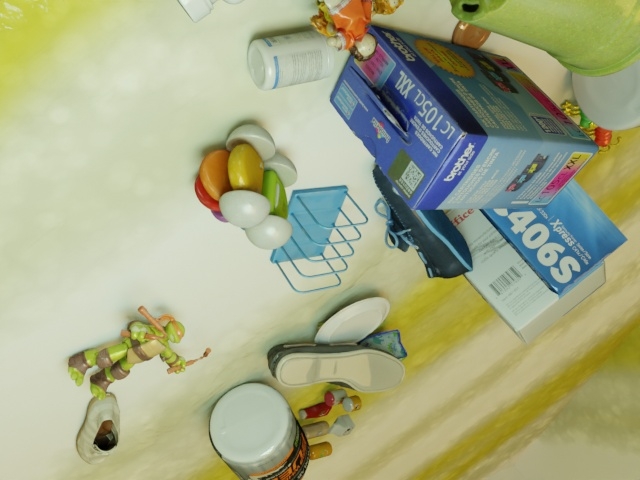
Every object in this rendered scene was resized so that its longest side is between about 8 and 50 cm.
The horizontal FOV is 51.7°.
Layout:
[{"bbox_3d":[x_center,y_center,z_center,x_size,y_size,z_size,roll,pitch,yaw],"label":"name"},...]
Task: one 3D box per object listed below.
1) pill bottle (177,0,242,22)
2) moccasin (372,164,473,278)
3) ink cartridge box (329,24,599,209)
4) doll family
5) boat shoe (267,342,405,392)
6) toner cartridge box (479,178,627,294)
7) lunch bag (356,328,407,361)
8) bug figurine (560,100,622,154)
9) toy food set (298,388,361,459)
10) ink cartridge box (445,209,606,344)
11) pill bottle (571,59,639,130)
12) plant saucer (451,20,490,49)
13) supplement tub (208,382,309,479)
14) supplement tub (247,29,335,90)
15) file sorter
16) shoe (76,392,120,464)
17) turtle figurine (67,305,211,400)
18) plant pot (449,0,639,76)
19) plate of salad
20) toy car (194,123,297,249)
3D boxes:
[{"bbox_3d":[-0.098,-0.338,0.756,0.180,0.108,0.108,-37,145,1],"label":"pill bottle"},{"bbox_3d":[0.185,-0.017,1.296,0.117,0.138,0.342,-23,128,25],"label":"moccasin"},{"bbox_3d":[0.201,-0.185,1.030,0.395,0.270,0.151,-4,138,-37],"label":"ink cartridge box"},{"bbox_3d":[0.058,-0.352,0.883,0.263,0.118,0.163,-54,140,-16],"label":"doll family"},{"bbox_3d":[0.038,0.280,1.518,0.335,0.095,0.112,8,104,-26],"label":"boat shoe"},{"bbox_3d":[0.401,-0.079,1.273,0.165,0.348,0.075,-42,177,6],"label":"toner cartridge box"},{"bbox_3d":[0.125,0.294,1.655,0.151,0.096,0.129,-8,152,-18],"label":"lunch bag"},{"bbox_3d":[0.550,-0.213,1.468,0.279,0.072,0.216,-38,144,2],"label":"bug figurine"},{"bbox_3d":[0.008,0.485,1.766,0.104,0.111,0.232,-2,135,-39],"label":"toy food set"},{"bbox_3d":[0.421,0.032,1.435,0.223,0.307,0.129,-40,147,4],"label":"ink cartridge box"},{"bbox_3d":[0.706,-0.351,1.330,0.361,0.204,0.204,-16,140,-25],"label":"pill bottle"},{"bbox_3d":[0.260,-0.353,1.118,0.083,0.013,0.083,-22,142,-18],"label":"plant saucer"},{"bbox_3d":[-0.134,0.487,1.581,0.193,0.193,0.316,-30,144,-9],"label":"supplement tub"},{"bbox_3d":[-0.042,-0.254,0.929,0.107,0.071,0.071,-16,140,-25],"label":"supplement tub"},{"bbox_3d":[0.000,0.000,1.221,0.118,0.104,0.170,-9,136,-34],"label":"file sorter"},{"bbox_3d":[-0.445,0.395,1.332,0.076,0.058,0.219,-9,136,-33],"label":"shoe"},{"bbox_3d":[-0.330,0.189,1.173,0.217,0.087,0.269,-27,153,-1],"label":"turtle figurine"},{"bbox_3d":[0.329,-0.390,0.952,0.254,0.276,0.276,0,132,-25],"label":"plant pot"},{"bbox_3d":[0.071,0.189,1.538,0.200,0.048,0.200,-22,147,-16],"label":"plate of salad"},{"bbox_3d":[-0.120,-0.076,1.024,0.136,0.159,0.182,-9,151,21],"label":"toy car"}]
